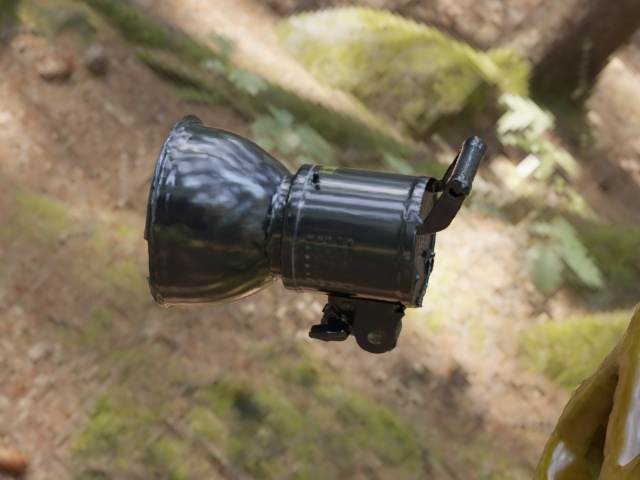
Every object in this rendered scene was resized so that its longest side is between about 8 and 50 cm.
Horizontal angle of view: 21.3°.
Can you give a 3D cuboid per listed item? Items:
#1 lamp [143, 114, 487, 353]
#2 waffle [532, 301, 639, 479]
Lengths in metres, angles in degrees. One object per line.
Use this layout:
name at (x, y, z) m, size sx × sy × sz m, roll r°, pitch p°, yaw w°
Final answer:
lamp at (0.000, 0.000, 1.260) m, size 0.227 × 0.172 × 0.147 m, roll 9°, pitch 28°, yaw 12°
waffle at (0.098, 0.088, 0.334) m, size 0.058 × 0.300 × 0.281 m, roll 27°, pitch -16°, yaw -15°
